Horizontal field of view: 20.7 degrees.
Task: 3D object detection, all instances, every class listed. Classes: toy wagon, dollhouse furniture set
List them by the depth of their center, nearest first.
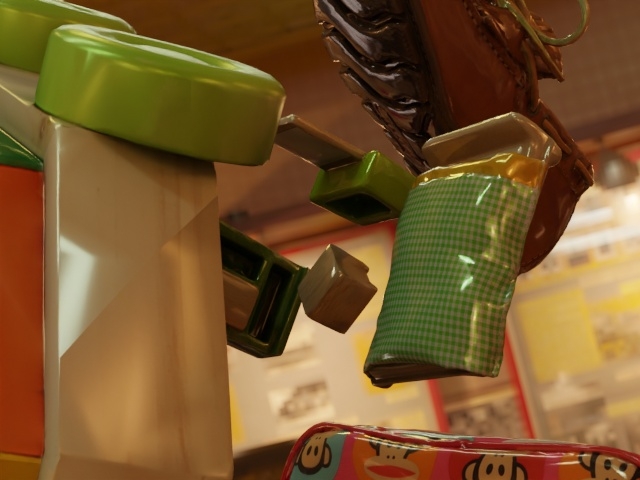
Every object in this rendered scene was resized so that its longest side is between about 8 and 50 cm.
[{"bbox_3d":[-0.110,0.061,0.501,0.068,0.267,0.344,12,8,-25],"label":"toy wagon"},{"bbox_3d":[0.000,0.000,0.523,0.058,0.076,0.152,28,-20,-24],"label":"dollhouse furniture set"}]

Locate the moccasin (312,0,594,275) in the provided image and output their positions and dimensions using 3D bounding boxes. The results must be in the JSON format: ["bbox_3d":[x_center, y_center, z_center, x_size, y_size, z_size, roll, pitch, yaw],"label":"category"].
[{"bbox_3d":[0.110,-0.124,1.244,0.147,0.139,0.380,-47,-47,-10],"label":"moccasin"}]

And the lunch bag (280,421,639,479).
[{"bbox_3d":[0.090,0.241,1.002,0.293,0.258,0.120,2,-12,42],"label":"lunch bag"}]

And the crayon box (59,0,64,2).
[{"bbox_3d":[-0.322,-0.041,0.928,0.313,0.363,0.106,12,-3,11],"label":"crayon box"}]
